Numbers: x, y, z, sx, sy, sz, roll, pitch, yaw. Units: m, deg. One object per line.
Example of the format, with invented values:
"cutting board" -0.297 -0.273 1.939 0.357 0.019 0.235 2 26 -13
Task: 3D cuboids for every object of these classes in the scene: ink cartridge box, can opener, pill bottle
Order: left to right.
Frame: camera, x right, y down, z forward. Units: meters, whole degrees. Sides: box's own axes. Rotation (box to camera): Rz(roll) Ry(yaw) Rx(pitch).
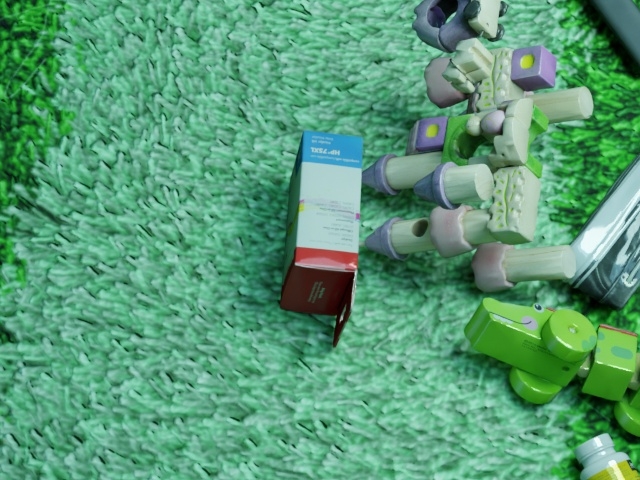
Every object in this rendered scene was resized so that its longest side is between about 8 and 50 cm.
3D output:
"ink cartridge box" 0.000 0.000 1.652 0.078 0.134 0.231 7 62 -6
"can opener" 0.382 -0.339 1.929 0.095 0.076 0.283 -35 71 11
"pill bottle" 0.346 0.290 1.601 0.065 0.065 0.116 -20 69 -17

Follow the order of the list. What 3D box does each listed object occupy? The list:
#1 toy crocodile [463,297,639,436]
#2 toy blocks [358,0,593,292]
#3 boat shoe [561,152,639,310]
"toy crocodile" 0.341 0.146 1.647 0.340 0.115 0.105 18 44 -2
"toy blocks" 0.147 -0.114 1.672 0.260 0.309 0.288 -5 65 36
"boat shoe" 0.438 -0.045 1.766 0.119 0.121 0.335 41 76 3
